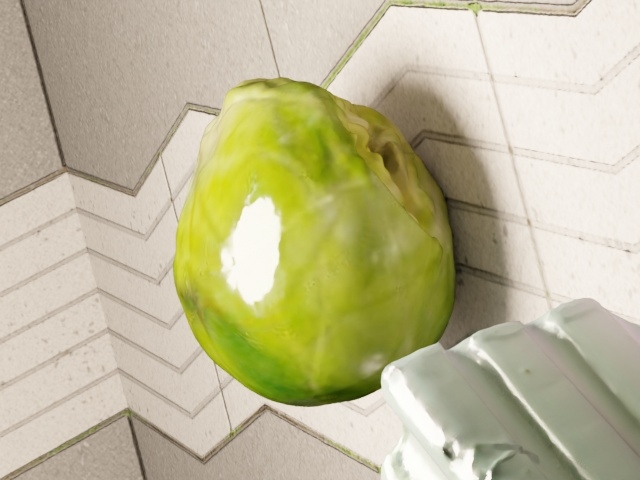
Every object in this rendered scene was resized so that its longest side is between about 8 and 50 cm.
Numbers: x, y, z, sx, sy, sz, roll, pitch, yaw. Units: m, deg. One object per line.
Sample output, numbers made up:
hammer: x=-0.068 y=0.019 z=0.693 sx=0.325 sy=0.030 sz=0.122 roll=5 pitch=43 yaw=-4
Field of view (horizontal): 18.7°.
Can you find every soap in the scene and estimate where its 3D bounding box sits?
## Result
soap: x=0.253 y=0.225 z=1.366 sx=0.446 sy=0.261 sz=0.156 roll=48 pitch=146 yaw=47

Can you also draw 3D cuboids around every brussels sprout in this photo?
brussels sprout: x=0.000 y=0.000 z=1.881 sx=0.344 sy=0.268 sz=0.344 roll=-171 pitch=90 yaw=-71
